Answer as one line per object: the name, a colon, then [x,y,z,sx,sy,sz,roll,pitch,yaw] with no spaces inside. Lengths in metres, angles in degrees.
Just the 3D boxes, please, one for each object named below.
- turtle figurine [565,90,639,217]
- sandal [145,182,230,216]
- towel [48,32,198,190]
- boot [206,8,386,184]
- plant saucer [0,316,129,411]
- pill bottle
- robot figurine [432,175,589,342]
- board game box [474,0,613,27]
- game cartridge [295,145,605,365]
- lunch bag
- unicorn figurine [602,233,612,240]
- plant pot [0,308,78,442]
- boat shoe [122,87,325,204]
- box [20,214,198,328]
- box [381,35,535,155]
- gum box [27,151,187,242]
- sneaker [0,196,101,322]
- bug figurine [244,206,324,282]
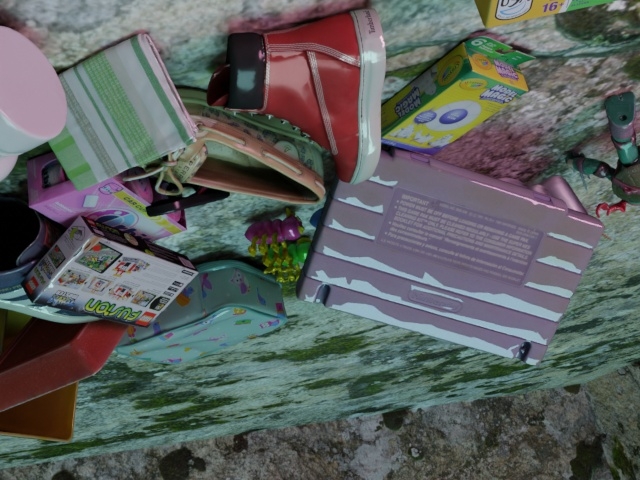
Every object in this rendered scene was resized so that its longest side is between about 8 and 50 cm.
turtle figurine: [0.450,-0.116,1.050,0.175,0.118,0.234,-14,152,6]
sandal: [-0.159,-0.060,0.905,0.067,0.040,0.179,-13,-175,12]
towel: [-0.205,-0.123,0.729,0.152,0.113,0.023,-19,-164,21]
boot: [-0.025,-0.135,0.794,0.176,0.088,0.244,-11,150,-2]
plant saucer: [-0.382,0.133,1.123,0.259,0.258,0.047,-24,114,26]
pill bottle: [-0.347,-0.095,0.659,0.229,0.131,0.131,-20,156,19]
robot figurine: [0.253,0.036,1.177,0.300,0.199,0.353,-16,164,-48]
board game box: [0.246,-0.303,0.548,0.242,0.064,0.316,-12,158,1]
game cartridge: [0.169,0.017,0.987,0.355,0.230,0.068,17,-166,-9]
lunch bag: [-0.211,0.130,1.302,0.279,0.108,0.224,-21,159,23]
unicorn figurine: [0.438,-0.011,1.373,0.111,0.060,0.162,-7,173,-13]
plant pot: [-0.552,0.231,1.265,0.187,0.212,0.212,-6,160,16]
boat shoe: [-0.116,-0.097,0.825,0.285,0.089,0.104,3,155,-30]
box: [-0.258,0.047,0.941,0.114,0.036,0.207,-46,151,8]
box: [0.156,-0.165,0.866,0.105,0.043,0.179,7,150,-39]
gum box: [-0.254,-0.053,0.897,0.107,0.062,0.188,-17,158,12]
sneaker: [-0.345,0.018,0.939,0.350,0.131,0.148,8,149,-44]
bug figurine: [0.000,0.000,1.144,0.216,0.072,0.279,-8,163,8]
